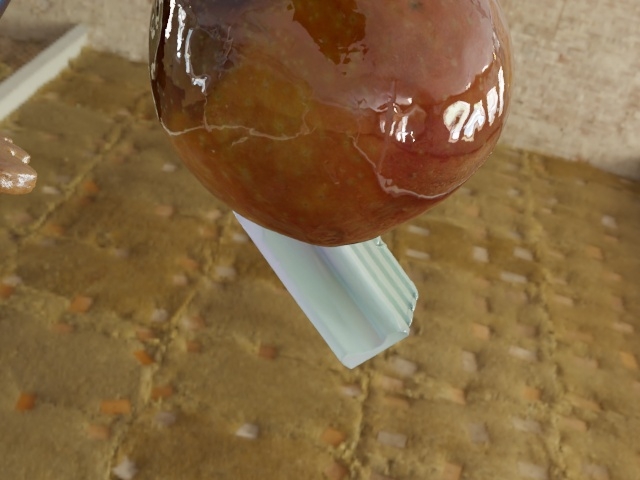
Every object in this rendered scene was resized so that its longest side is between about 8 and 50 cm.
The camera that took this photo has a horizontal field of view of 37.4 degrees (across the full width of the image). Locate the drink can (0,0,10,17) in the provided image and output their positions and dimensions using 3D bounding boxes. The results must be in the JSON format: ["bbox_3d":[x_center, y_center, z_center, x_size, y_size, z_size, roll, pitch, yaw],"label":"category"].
[{"bbox_3d":[-0.283,-0.169,0.654,0.118,0.205,0.118,25,-138,-26],"label":"drink can"}]

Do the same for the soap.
[{"bbox_3d":[0.000,0.000,1.383,0.347,0.115,0.208,55,-163,-8],"label":"soap"}]

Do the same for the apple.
[{"bbox_3d":[0.002,-0.116,0.593,0.229,0.230,0.230,9,-151,-5],"label":"apple"}]

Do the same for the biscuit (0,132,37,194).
[{"bbox_3d":[-0.470,-0.124,1.133,0.283,0.043,0.306,12,-167,-11],"label":"biscuit"}]
